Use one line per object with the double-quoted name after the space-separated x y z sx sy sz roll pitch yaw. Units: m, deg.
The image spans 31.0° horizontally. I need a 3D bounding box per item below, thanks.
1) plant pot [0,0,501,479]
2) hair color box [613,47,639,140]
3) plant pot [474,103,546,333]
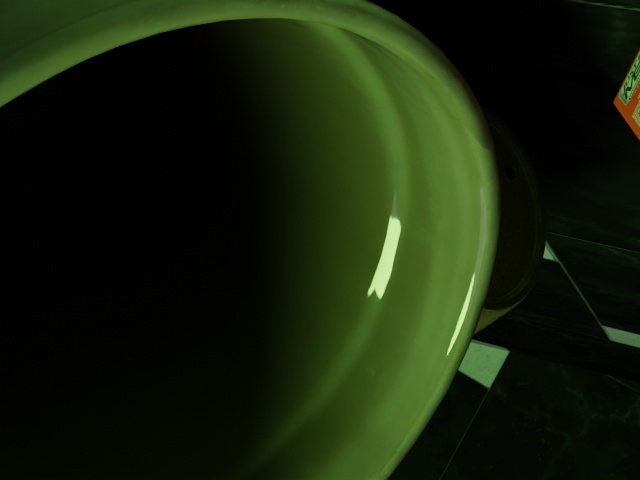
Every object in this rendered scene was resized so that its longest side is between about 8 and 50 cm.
-0.129 -0.011 0.527 0.323 0.323 0.280 25 -168 -48 "plant pot"
0.160 -0.035 0.414 0.072 0.043 0.141 18 -156 -7 "hair color box"
0.000 0.000 0.710 0.237 0.237 0.254 23 154 -38 "plant pot"
